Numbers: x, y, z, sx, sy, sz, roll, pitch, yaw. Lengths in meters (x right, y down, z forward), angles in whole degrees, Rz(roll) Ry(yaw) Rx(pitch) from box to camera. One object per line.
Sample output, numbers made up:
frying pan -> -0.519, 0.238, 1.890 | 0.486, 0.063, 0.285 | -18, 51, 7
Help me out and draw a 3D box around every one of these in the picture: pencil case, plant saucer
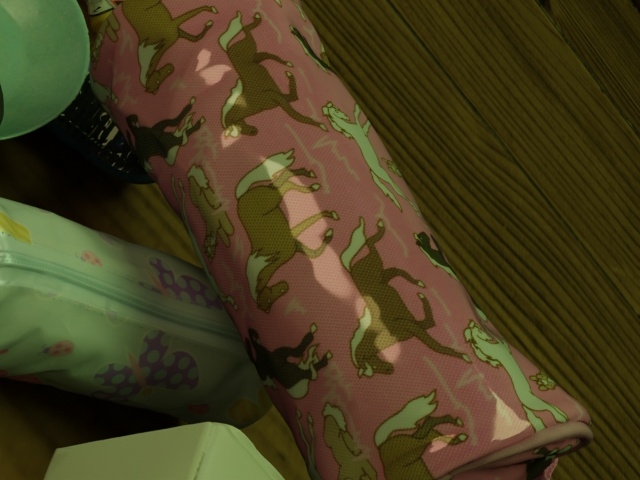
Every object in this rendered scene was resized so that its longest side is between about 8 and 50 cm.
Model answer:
pencil case -> -0.140, 0.049, 0.806 | 0.273, 0.124, 0.114 | 21, 82, -44
plant saucer -> -0.255, -0.140, 0.855 | 0.194, 0.037, 0.195 | 15, 55, -22
pencil case -> 0.000, 0.000, 0.777 | 0.160, 0.167, 0.386 | -24, 67, -21

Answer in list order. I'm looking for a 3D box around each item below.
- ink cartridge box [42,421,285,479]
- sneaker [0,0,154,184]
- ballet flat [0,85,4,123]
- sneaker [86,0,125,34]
ink cartridge box -> -0.077, 0.265, 0.628 | 0.207, 0.117, 0.283 | 55, 35, -35
sneaker -> -0.197, -0.115, 0.946 | 0.209, 0.069, 0.082 | 40, -11, -6
ballet flat -> -0.256, -0.159, 0.780 | 0.096, 0.095, 0.280 | 18, 39, -45
sneaker -> -0.123, -0.186, 1.103 | 0.225, 0.088, 0.093 | 17, 70, -49
